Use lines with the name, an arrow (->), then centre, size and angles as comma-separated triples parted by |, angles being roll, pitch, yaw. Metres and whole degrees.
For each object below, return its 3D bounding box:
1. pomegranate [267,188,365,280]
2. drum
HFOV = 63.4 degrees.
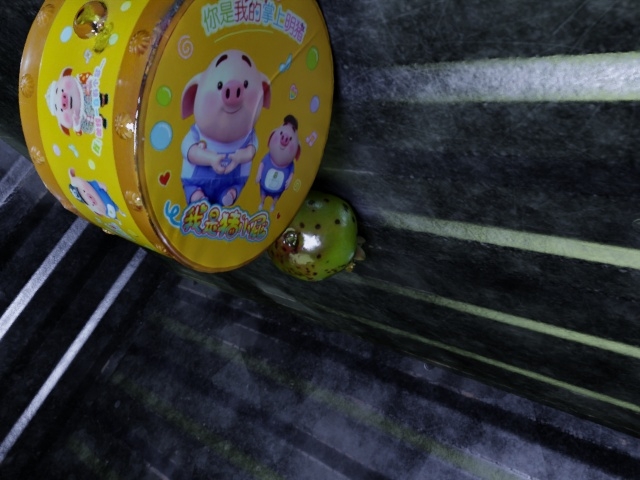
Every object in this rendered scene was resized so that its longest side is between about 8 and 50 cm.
pomegranate -> -0.017, -0.002, 1.254 | 0.230, 0.231, 0.286 | 23, 170, 17
drum -> -0.170, -0.178, 0.738 | 0.214, 0.431, 0.431 | 19, 157, 25
